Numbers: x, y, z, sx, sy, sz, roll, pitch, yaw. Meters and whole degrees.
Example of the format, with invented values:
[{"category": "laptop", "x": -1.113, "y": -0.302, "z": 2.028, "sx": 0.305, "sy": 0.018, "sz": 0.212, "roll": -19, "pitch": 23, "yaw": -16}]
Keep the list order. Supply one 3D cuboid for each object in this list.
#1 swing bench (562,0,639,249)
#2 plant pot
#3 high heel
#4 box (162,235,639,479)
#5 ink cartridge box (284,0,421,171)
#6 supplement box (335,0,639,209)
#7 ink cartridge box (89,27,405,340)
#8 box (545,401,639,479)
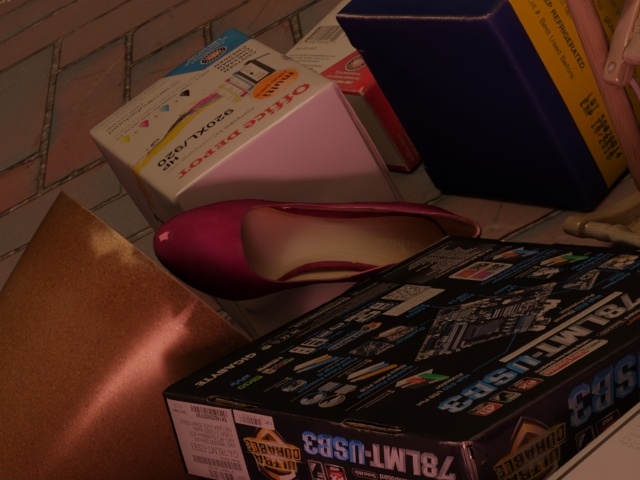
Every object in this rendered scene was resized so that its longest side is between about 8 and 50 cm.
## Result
[{"category": "swing bench", "x": 0.296, "y": -0.113, "z": 1.224, "sx": 0.165, "sy": 0.254, "sz": 0.253, "roll": -19, "pitch": 21, "yaw": -29}, {"category": "plant pot", "x": -0.182, "y": 0.133, "z": 1.351, "sx": 0.254, "sy": 0.237, "sz": 0.237, "roll": -51, "pitch": 29, "yaw": -3}, {"category": "high heel", "x": 0.000, "y": 0.000, "z": 1.359, "sx": 0.117, "sy": 0.244, "sz": 0.082, "roll": -27, "pitch": 59, "yaw": 55}, {"category": "box", "x": 0.097, "y": 0.083, "z": 1.172, "sx": 0.295, "sy": 0.073, "sz": 0.293, "roll": -27, "pitch": 21, "yaw": -37}, {"category": "ink cartridge box", "x": 0.084, "y": -0.182, "z": 1.682, "sx": 0.237, "sy": 0.100, "sz": 0.172, "roll": -46, "pitch": 30, "yaw": -22}, {"category": "supplement box", "x": 0.223, "y": -0.218, "z": 1.494, "sx": 0.356, "sy": 0.194, "sz": 0.195, "roll": -45, "pitch": 30, "yaw": -23}, {"category": "ink cartridge box", "x": -0.060, "y": -0.052, "z": 1.545, "sx": 0.171, "sy": 0.168, "sz": 0.233, "roll": -37, "pitch": 28, "yaw": -10}, {"category": "box", "x": 0.176, "y": 0.183, "z": 0.905, "sx": 0.290, "sy": 0.087, "sz": 0.169, "roll": -32, "pitch": 35, "yaw": -31}]
